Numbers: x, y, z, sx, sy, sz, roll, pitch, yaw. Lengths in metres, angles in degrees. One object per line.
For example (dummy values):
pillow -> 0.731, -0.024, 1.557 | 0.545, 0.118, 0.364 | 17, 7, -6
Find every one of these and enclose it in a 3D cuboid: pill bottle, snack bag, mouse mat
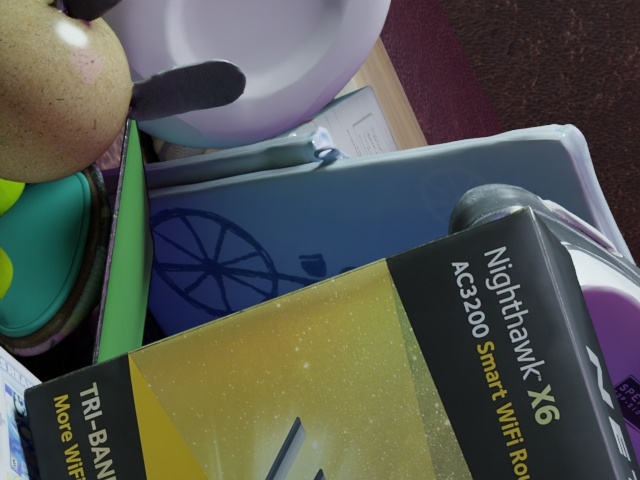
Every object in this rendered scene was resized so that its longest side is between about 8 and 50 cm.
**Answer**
pill bottle -> -0.104, -0.196, 1.069 | 0.323, 0.181, 0.181 | 47, -6, 48
snack bag -> 0.060, 0.062, 1.128 | 0.323, 0.342, 0.037 | 60, 39, -30
mouse mat -> -0.101, 0.034, 0.965 | 0.189, 0.007, 0.152 | 96, 0, -67

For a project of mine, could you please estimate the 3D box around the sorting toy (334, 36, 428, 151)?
sorting toy -> 0.020, -0.128, 1.790 | 0.257, 0.089, 0.255 | 65, 13, -6

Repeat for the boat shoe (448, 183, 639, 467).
boat shoe -> 0.155, 0.068, 0.986 | 0.301, 0.108, 0.102 | 38, 21, -45

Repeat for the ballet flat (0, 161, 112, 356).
ballet flat -> -0.144, -0.018, 0.992 | 0.079, 0.077, 0.221 | 58, 11, -50

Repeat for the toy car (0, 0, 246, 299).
toy car -> -0.137, -0.076, 0.844 | 0.149, 0.188, 0.155 | -95, 158, -53

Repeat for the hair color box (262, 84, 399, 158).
hair color box -> 0.000, 0.000, 1.440 | 0.374, 0.114, 0.185 | -45, 113, -77

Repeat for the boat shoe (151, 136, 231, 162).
boat shoe -> -0.061, -0.157, 1.425 | 0.355, 0.132, 0.130 | -64, 130, -75

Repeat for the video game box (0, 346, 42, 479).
video game box -> -0.149, 0.122, 0.779 | 0.205, 0.048, 0.187 | 52, 22, -50

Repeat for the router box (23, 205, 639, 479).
router box -> 0.027, 0.172, 0.770 | 0.081, 0.243, 0.309 | 39, 33, -65
